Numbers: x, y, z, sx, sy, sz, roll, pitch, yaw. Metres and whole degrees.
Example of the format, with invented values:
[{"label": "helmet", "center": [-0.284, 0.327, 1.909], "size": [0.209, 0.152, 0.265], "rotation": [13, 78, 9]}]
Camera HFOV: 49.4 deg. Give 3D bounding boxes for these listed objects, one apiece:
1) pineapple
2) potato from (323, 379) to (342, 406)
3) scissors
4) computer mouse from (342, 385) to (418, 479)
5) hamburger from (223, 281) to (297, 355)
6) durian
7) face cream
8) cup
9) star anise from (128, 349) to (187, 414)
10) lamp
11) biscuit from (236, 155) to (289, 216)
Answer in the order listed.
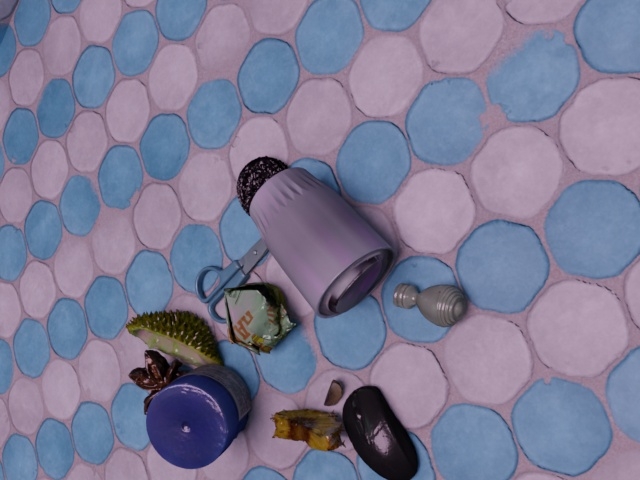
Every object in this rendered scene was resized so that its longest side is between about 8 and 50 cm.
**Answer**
[{"label": "pineapple", "center": [-0.015, 0.511, 1.890], "size": [0.233, 0.135, 0.079], "rotation": [6, 102, 41]}, {"label": "potato", "center": [0.040, 0.415, 1.910], "size": [0.037, 0.036, 0.093], "rotation": [16, 122, -4]}, {"label": "scissors", "center": [-0.214, 0.062, 2.070], "size": [0.447, 0.029, 0.192], "rotation": [-45, 68, 24]}, {"label": "computer mouse", "center": [0.146, 0.509, 1.808], "size": [0.137, 0.086, 0.269], "rotation": [-43, 67, 24]}, {"label": "hamburger", "center": [-0.163, 0.220, 1.986], "size": [0.235, 0.125, 0.214], "rotation": [-10, 99, 26]}, {"label": "durian", "center": [-0.466, 0.306, 2.164], "size": [0.352, 0.158, 0.168], "rotation": [12, 109, 28]}, {"label": "face cream", "center": [-0.343, 0.502, 2.012], "size": [0.249, 0.225, 0.248], "rotation": [1, 96, 15]}, {"label": "cup", "center": [0.000, 0.000, 1.809], "size": [0.253, 0.253, 0.371], "rotation": [-51, 62, 22]}, {"label": "star anise", "center": [-0.499, 0.455, 2.196], "size": [0.214, 0.099, 0.219], "rotation": [25, 112, 6]}, {"label": "lamp", "center": [0.271, 0.151, 1.724], "size": [0.193, 0.106, 0.106], "rotation": [13, 97, 41]}, {"label": "biscuit", "center": [-0.162, -0.152, 2.023], "size": [0.195, 0.053, 0.194], "rotation": [1, 91, 33]}]
